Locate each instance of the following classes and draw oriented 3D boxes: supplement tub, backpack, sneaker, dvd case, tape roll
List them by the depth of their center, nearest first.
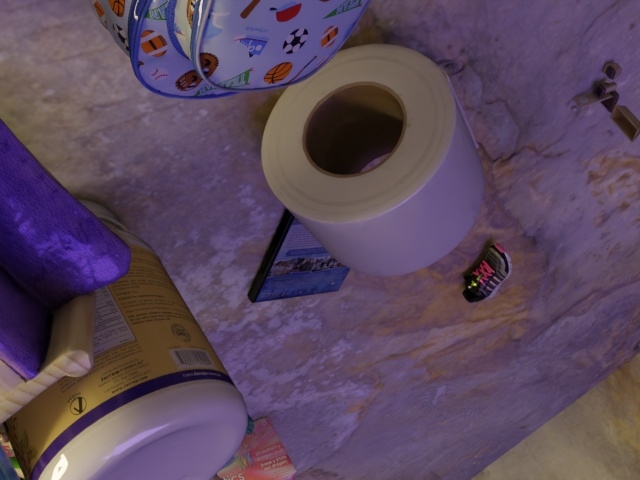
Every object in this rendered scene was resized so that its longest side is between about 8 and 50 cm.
[{"bbox_3d":[-0.076,-0.251,0.714,0.276,0.213,0.263,-8,150,-38],"label":"backpack"},{"bbox_3d":[-0.258,0.136,0.908,0.241,0.331,0.241,-27,149,-18],"label":"supplement tub"},{"bbox_3d":[0.069,-0.097,0.983,0.246,0.246,0.169,-37,147,5],"label":"tape roll"},{"bbox_3d":[0.000,0.000,1.252,0.180,0.022,0.253,-5,138,-35],"label":"dvd case"},{"bbox_3d":[0.331,0.073,1.587,0.074,0.063,0.170,-25,151,-23],"label":"sneaker"}]

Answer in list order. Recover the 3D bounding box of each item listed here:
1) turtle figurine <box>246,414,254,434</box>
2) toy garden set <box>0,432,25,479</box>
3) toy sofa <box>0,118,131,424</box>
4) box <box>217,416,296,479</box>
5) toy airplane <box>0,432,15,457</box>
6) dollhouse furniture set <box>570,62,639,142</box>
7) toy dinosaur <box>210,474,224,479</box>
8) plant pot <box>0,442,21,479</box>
[{"bbox_3d":[-0.242,0.382,1.442,0.234,0.118,0.175,-18,-179,-44],"label":"turtle figurine"},{"bbox_3d":[-0.469,0.331,1.132,0.244,0.049,0.204,11,124,-2],"label":"toy garden set"},{"bbox_3d":[-0.328,-0.032,0.660,0.177,0.150,0.363,-37,114,1],"label":"toy sofa"},{"bbox_3d":[-0.218,0.494,1.586,0.299,0.142,0.154,-14,142,-27],"label":"box"},{"bbox_3d":[-0.496,0.307,1.215,0.151,0.028,0.151,-23,144,-18],"label":"toy airplane"},{"bbox_3d":[0.474,-0.217,1.296,0.081,0.114,0.091,-19,147,-13],"label":"dollhouse furniture set"},{"bbox_3d":[-0.282,0.375,1.310,0.296,0.200,0.127,-54,157,6],"label":"toy dinosaur"},{"bbox_3d":[-0.475,0.204,0.775,0.255,0.271,0.272,-29,148,-27],"label":"plant pot"}]
